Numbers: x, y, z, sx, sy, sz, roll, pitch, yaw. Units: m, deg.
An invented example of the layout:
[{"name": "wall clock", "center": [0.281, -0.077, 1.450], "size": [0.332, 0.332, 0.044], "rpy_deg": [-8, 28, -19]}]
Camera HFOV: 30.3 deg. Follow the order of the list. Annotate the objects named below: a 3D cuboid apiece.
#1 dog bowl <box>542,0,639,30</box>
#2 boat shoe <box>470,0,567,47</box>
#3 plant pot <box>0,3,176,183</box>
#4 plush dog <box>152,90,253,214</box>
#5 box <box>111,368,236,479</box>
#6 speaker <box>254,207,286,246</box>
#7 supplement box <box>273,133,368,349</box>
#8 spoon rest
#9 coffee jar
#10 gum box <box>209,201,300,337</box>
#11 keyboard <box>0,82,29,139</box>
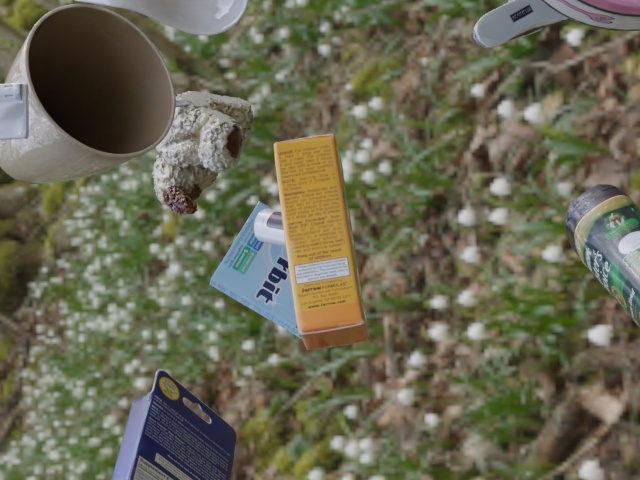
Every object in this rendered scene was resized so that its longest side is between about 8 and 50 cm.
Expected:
[{"name": "dog bowl", "center": [0.437, -0.485, 1.593], "size": [0.150, 0.407, 0.408], "rpy_deg": [-67, -26, -76]}, {"name": "boat shoe", "center": [0.359, -0.395, 2.037], "size": [0.070, 0.219, 0.078], "rpy_deg": [-144, 30, -85]}, {"name": "plant pot", "center": [-0.410, -0.198, 1.892], "size": [0.274, 0.256, 0.257], "rpy_deg": [-29, 53, 46]}, {"name": "plush dog", "center": [-0.255, -0.164, 2.254], "size": [0.262, 0.210, 0.226], "rpy_deg": [-80, 8, -69]}, {"name": "box", "center": [-0.157, 0.258, 1.257], "size": [0.136, 0.036, 0.225], "rpy_deg": [44, -147, -27]}, {"name": "speaker", "center": [-0.037, -0.013, 1.823], "size": [0.055, 0.136, 0.055], "rpy_deg": [-18, -66, -48]}, {"name": "supplement box", "center": [0.000, 0.000, 1.343], "size": [0.078, 0.080, 0.234], "rpy_deg": [71, -172, -70]}, {"name": "spoon rest", "center": [-0.246, -0.383, 1.811], "size": [0.084, 0.276, 0.137], "rpy_deg": [-94, 5, -65]}, {"name": "coffee jar", "center": [0.332, 0.025, 1.241], "size": [0.184, 0.079, 0.096], "rpy_deg": [58, 179, 45]}, {"name": "gum box", "center": [-0.062, 0.049, 1.927], "size": [0.157, 0.184, 0.041], "rpy_deg": [-59, -1, -19]}, {"name": "keyboard", "center": [-0.497, -0.162, 1.533], "size": [0.014, 0.255, 0.072], "rpy_deg": [-17, -75, -76]}]
